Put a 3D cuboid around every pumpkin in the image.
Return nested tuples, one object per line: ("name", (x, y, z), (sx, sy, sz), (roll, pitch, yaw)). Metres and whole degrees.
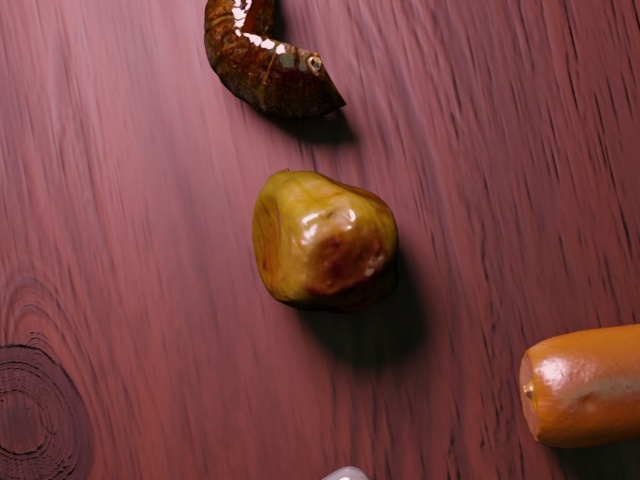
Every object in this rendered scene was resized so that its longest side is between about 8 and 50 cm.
("pumpkin", (-0.059, -0.193, 1.135), (0.107, 0.119, 0.183), (-29, 78, -2))

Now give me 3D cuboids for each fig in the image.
("fig", (0.000, 0.000, 1.103), (0.166, 0.144, 0.154), (36, 52, 26))

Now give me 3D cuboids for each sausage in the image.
("sausage", (0.357, 0.128, 1.091), (0.328, 0.112, 0.112), (-8, 84, 0))

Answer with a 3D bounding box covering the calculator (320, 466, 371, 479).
("calculator", (0.046, 0.339, 1.113), (0.141, 0.045, 0.246), (-40, 83, -2))
